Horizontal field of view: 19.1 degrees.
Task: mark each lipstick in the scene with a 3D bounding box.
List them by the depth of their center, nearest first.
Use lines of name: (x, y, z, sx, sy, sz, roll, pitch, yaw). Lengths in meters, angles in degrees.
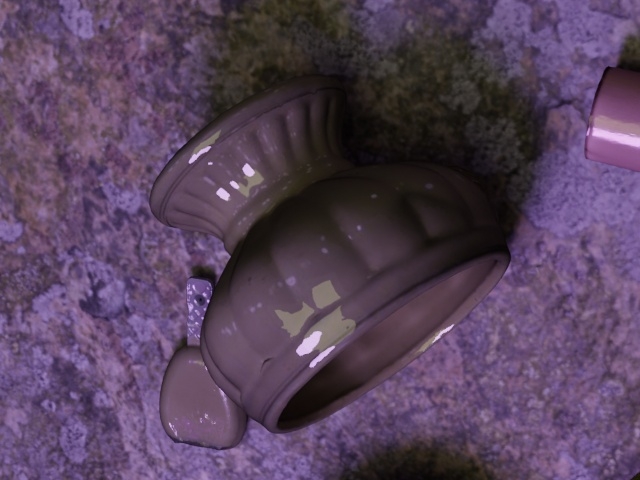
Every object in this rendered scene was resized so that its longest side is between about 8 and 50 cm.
lipstick: (0.397, -0.073, 1.640, 0.327, 0.087, 0.087, 15, 118, 16)

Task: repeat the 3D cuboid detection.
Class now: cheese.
cheese: (-0.123, 0.125, 1.969, 0.097, 0.037, 0.192, 9, 117, 17)

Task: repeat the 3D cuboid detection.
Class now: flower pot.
flower pot: (0.000, 0.000, 1.730, 0.307, 0.307, 0.244, -44, 75, 31)

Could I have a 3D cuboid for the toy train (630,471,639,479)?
toy train: (0.350, 0.256, 1.831, 0.122, 0.050, 0.081, 43, 126, -1)
